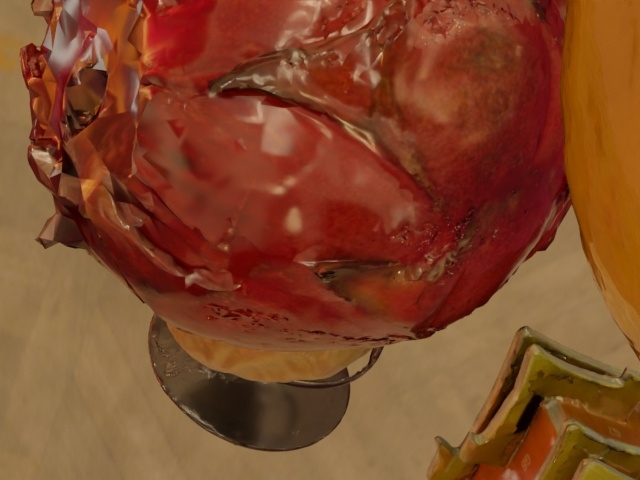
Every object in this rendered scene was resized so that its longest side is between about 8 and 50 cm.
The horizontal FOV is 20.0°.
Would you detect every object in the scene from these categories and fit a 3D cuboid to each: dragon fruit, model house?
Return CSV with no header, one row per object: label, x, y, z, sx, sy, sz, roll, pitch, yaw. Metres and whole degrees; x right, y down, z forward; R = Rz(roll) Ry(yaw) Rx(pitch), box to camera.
dragon fruit,-0.003,-0.081,0.973,0.301,0.295,0.295,4,68,-34
model house,0.263,0.196,1.302,0.357,0.313,0.242,-20,44,2

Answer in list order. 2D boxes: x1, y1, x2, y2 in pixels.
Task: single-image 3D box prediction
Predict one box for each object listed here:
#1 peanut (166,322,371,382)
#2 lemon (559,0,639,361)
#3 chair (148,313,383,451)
peanut,0.020,0.013,1.343,0.313,0.149,0.149,-29,73,23
lemon,0.238,-0.059,0.547,0.348,0.348,0.348,2,71,-6
chair,0.000,0.000,1.733,0.226,0.401,0.226,16,44,-15
